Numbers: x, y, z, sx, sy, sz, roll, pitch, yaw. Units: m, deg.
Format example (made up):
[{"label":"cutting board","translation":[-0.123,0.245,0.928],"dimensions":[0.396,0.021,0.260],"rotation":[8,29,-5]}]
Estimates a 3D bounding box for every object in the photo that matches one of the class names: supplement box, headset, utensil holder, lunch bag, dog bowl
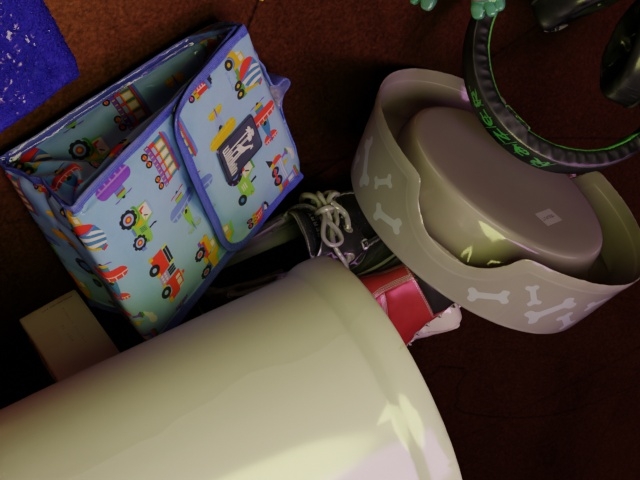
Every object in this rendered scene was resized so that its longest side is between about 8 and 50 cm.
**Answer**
[{"label":"supplement box","translation":[-0.237,0.184,1.694],"dimensions":[0.073,0.130,0.239],"rotation":[-30,132,-14]},{"label":"headset","translation":[0.325,-0.245,1.746],"dimensions":[0.394,0.185,0.243],"rotation":[-44,92,-12]},{"label":"utensil holder","translation":[-0.103,0.239,1.511],"dimensions":[0.385,0.327,0.328],"rotation":[-24,132,-15]},{"label":"lunch bag","translation":[-0.144,-0.076,1.599],"dimensions":[0.293,0.138,0.221],"rotation":[-44,137,-19]},{"label":"dog bowl","translation":[0.187,-0.039,1.698],"dimensions":[0.348,0.349,0.102],"rotation":[8,129,-39]}]

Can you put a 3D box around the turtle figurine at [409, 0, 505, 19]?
[{"label":"turtle figurine","translation":[0.102,-0.311,1.563],"dimensions":[0.118,0.175,0.234],"rotation":[-52,146,-3]}]

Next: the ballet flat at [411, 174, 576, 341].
[{"label":"ballet flat","translation":[0.163,0.032,1.867],"dimensions":[0.409,0.147,0.147],"rotation":[-31,134,-12]}]

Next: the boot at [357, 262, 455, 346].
[{"label":"boot","translation":[0.094,0.111,1.780],"dimensions":[0.176,0.088,0.244],"rotation":[-23,143,-8]}]

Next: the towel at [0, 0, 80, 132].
[{"label":"towel","translation":[-0.366,-0.196,1.370],"dimensions":[0.227,0.076,0.308],"rotation":[-36,134,-8]}]

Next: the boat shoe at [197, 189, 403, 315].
[{"label":"boat shoe","translation":[-0.002,-0.003,1.739],"dimensions":[0.306,0.113,0.105],"rotation":[-22,146,-9]}]
